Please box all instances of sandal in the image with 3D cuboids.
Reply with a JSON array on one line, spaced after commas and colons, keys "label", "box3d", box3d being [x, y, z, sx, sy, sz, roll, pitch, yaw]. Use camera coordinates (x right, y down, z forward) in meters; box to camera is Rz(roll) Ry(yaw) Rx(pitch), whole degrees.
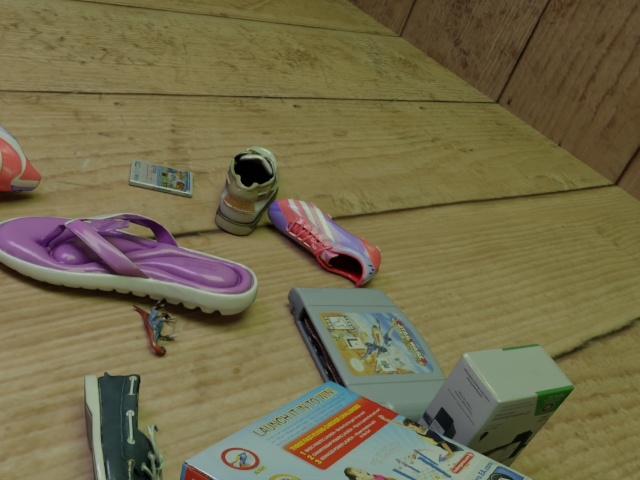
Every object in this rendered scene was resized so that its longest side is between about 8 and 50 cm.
[{"label": "sandal", "box3d": [-0.296, 0.008, 1.137, 0.416, 0.102, 0.169, 13, 26, -11]}]

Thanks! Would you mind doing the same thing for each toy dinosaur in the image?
[{"label": "toy dinosaur", "box3d": [-0.243, 0.134, 1.068, 0.090, 0.047, 0.082, -6, 36, 17]}]

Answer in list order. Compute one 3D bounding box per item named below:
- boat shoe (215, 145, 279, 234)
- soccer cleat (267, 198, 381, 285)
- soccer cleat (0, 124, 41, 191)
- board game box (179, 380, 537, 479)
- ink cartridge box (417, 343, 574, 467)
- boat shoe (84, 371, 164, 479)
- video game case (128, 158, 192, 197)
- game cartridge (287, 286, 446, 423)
[{"label": "boat shoe", "box3d": [-0.132, -0.127, 1.463, 0.113, 0.103, 0.302, 18, 31, -8]}, {"label": "soccer cleat", "box3d": [0.000, 0.000, 1.379, 0.248, 0.083, 0.095, 30, 36, 8]}, {"label": "soccer cleat", "box3d": [-0.604, -0.182, 1.268, 0.318, 0.108, 0.116, 41, 13, 33]}, {"label": "board game box", "box3d": [0.050, 0.296, 0.817, 0.302, 0.086, 0.308, 21, 17, 28]}, {"label": "ink cartridge box", "box3d": [0.227, 0.249, 1.007, 0.153, 0.208, 0.087, -2, 41, -33]}, {"label": "boat shoe", "box3d": [-0.223, 0.248, 0.834, 0.079, 0.095, 0.254, -5, 30, -21]}, {"label": "video game case", "box3d": [-0.313, -0.123, 1.430, 0.122, 0.011, 0.087, 11, 32, -18]}, {"label": "game cartridge", "box3d": [0.083, 0.181, 1.173, 0.198, 0.062, 0.297, -1, 37, -27]}]
